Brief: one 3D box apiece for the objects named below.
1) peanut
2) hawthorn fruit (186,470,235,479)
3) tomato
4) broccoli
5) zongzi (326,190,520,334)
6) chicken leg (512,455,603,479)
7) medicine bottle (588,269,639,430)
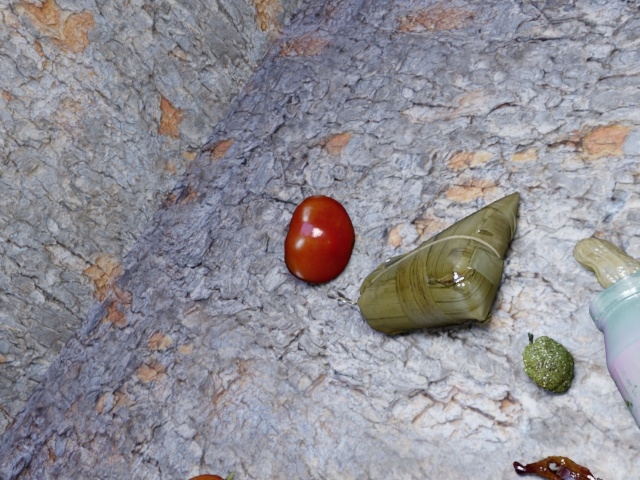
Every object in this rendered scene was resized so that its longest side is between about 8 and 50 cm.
[{"bbox_3d":[0.703,0.063,1.407,0.098,0.090,0.214,-50,37,13],"label":"peanut"},{"bbox_3d":[-0.338,0.771,1.687,0.199,0.199,0.251,4,38,42],"label":"hawthorn fruit"},{"bbox_3d":[0.000,0.000,1.947,0.226,0.298,0.298,18,66,4],"label":"tomato"},{"bbox_3d":[0.532,0.290,1.363,0.120,0.131,0.130,120,163,-60],"label":"broccoli"},{"bbox_3d":[0.327,0.071,1.709,0.500,0.218,0.467,-19,22,45],"label":"zongzi"},{"bbox_3d":[0.521,0.510,1.243,0.219,0.048,0.089,22,71,47],"label":"chicken leg"},{"bbox_3d":[0.703,0.224,1.169,0.245,0.245,0.290,-29,42,20],"label":"medicine bottle"}]
